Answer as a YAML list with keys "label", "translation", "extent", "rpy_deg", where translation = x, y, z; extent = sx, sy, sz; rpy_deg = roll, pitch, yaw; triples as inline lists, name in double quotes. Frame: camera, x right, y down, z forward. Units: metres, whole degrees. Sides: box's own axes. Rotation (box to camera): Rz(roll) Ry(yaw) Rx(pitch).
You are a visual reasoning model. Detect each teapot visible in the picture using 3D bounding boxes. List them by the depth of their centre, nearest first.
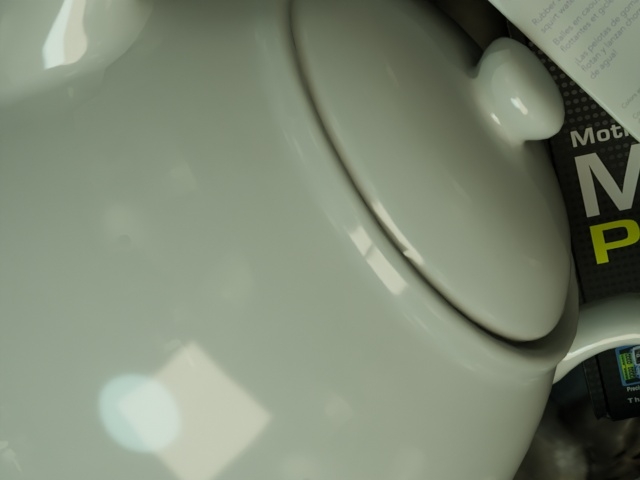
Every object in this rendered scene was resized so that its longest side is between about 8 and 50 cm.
- label: "teapot"
  translation: [0.000, 0.000, 0.640]
  extent: [0.187, 0.252, 0.256]
  rpy_deg: [-31, 167, 24]

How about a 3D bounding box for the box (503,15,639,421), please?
- label: "box"
  translation: [0.210, -0.052, 0.717]
  extent: [0.270, 0.060, 0.216]
  rpy_deg: [-11, 128, 7]

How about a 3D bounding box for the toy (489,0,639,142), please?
- label: "toy"
  translation: [0.086, -0.134, 0.617]
  extent: [0.237, 0.056, 0.137]
  rpy_deg: [43, 95, 1]
